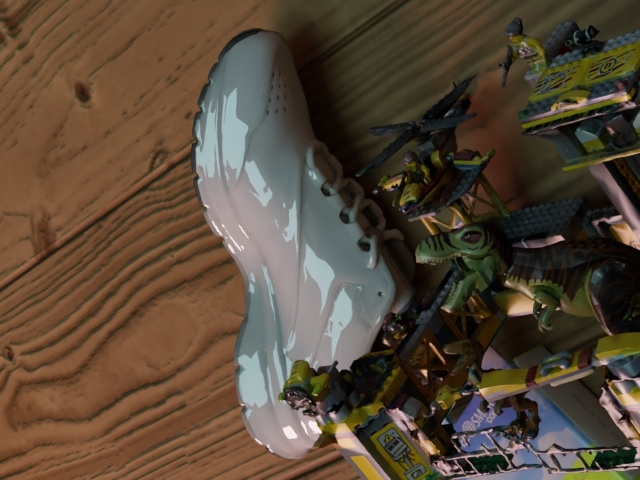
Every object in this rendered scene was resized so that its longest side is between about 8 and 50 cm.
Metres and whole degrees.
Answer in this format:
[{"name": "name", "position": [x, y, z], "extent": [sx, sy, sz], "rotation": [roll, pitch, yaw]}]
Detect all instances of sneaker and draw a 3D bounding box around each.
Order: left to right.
[{"name": "sneaker", "position": [0.000, 0.000, 1.128], "extent": [0.129, 0.111, 0.297], "rotation": [-6, 105, 27]}]

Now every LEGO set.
[{"name": "LEGO set", "position": [0.105, -0.003, 0.904], "extent": [0.192, 0.255, 0.331], "rotation": [51, 150, -21]}]

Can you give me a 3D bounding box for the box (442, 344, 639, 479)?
[{"name": "box", "position": [0.153, 0.152, 1.064], "extent": [0.178, 0.042, 0.109], "rotation": [46, 129, 21]}]
